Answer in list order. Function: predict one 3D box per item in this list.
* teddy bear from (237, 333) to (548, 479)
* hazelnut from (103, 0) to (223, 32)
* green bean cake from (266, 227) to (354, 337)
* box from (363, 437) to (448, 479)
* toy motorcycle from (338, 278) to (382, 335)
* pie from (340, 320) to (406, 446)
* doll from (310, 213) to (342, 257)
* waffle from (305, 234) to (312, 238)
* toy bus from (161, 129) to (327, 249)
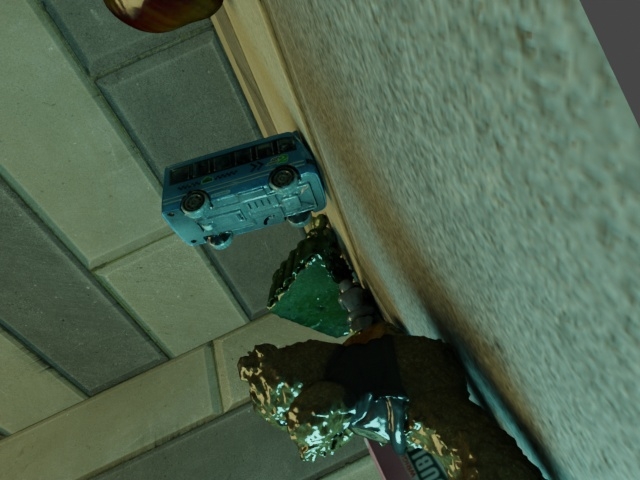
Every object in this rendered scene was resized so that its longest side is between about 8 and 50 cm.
[{"bbox_3d":[0.057,0.133,0.362,0.252,0.129,0.182,18,153,28],"label":"teddy bear"},{"bbox_3d":[-0.283,-0.479,0.842,0.252,0.217,0.217,30,153,42],"label":"hazelnut"},{"bbox_3d":[0.015,0.094,0.972,0.208,0.193,0.107,28,-149,-20],"label":"green bean cake"},{"bbox_3d":[0.168,0.366,0.678,0.190,0.112,0.369,63,179,45],"label":"box"},{"bbox_3d":[0.071,0.128,0.832,0.124,0.061,0.193,58,-172,-20],"label":"toy motorcycle"},{"bbox_3d":[0.043,0.185,0.608,0.046,0.195,0.195,42,-179,-8],"label":"pie"},{"bbox_3d":[0.000,0.000,1.027,0.115,0.078,0.150,53,162,22],"label":"doll"},{"bbox_3d":[0.022,0.068,1.288,0.309,0.065,0.283,58,176,42],"label":"waffle"},{"bbox_3d":[-0.122,-0.083,0.752,0.113,0.247,0.134,68,-172,-57],"label":"toy bus"}]
